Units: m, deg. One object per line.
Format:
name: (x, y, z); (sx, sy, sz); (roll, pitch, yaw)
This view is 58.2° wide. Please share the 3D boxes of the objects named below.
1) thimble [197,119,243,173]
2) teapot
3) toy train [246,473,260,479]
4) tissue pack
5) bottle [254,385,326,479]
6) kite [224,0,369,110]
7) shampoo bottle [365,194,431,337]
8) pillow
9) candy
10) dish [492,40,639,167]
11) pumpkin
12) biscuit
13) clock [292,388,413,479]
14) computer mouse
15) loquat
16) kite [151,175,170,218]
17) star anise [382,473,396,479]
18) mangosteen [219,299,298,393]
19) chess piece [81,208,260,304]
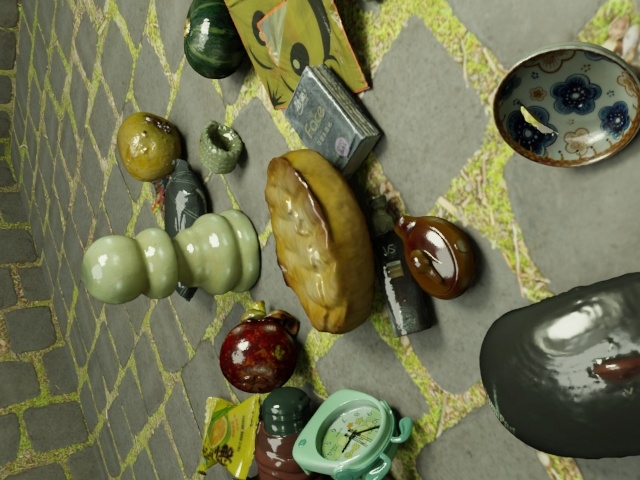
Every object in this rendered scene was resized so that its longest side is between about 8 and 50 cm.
thimble: (-0.211, -0.193, 1.190); (0.110, 0.084, 0.062); (57, 138, 26)
teapot: (0.146, 0.020, 0.763); (0.129, 0.078, 0.098); (58, 138, 28)
toy train: (-0.147, 0.691, 1.238); (0.231, 0.163, 0.370); (-17, 83, 62)
tissue pack: (0.014, -0.183, 0.904); (0.156, 0.051, 0.112); (55, 141, 17)
bottle: (-0.055, 0.403, 1.064); (0.156, 0.143, 0.272); (1, 102, 27)
kite: (-0.060, -0.336, 0.948); (0.377, 0.013, 0.328); (44, 148, 17)
shampoo bottle: (0.106, 0.034, 0.838); (0.063, 0.057, 0.208); (118, 139, -79)
pillow: (-0.326, -0.026, 1.374); (0.161, 0.092, 0.335); (22, 114, 53)
candy: (-0.206, 0.440, 1.289); (0.297, 0.081, 0.187); (-22, 54, 55)
dish: (0.255, -0.153, 0.591); (0.141, 0.078, 0.141); (17, 142, 14)
pumpkin: (-0.200, -0.391, 1.100); (0.167, 0.125, 0.167); (-28, 54, 49)
biscuit: (0.000, 0.000, 0.904); (0.296, 0.101, 0.297); (162, 90, -73)
clock: (0.054, 0.314, 0.899); (0.188, 0.148, 0.060); (-1, 127, 50)
computer mouse: (0.266, 0.143, 0.612); (0.269, 0.100, 0.170); (-34, 73, 51)
loquat: (-0.420, -0.223, 1.413); (0.172, 0.149, 0.205); (63, 149, 25)
kite: (-0.432, -0.109, 1.566); (0.183, 0.014, 0.241); (-38, 68, 51)
star anise: (0.117, 0.443, 0.890); (0.230, 0.081, 0.262); (58, 136, 25)
mangosteen: (-0.113, 0.209, 1.111); (0.181, 0.155, 0.146); (-84, -17, -67)
chess piece: (-0.305, 0.041, 1.162); (0.182, 0.330, 0.183); (16, 110, 52)
